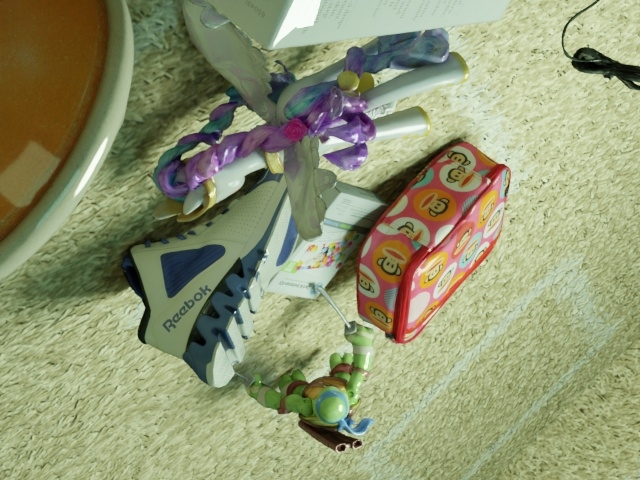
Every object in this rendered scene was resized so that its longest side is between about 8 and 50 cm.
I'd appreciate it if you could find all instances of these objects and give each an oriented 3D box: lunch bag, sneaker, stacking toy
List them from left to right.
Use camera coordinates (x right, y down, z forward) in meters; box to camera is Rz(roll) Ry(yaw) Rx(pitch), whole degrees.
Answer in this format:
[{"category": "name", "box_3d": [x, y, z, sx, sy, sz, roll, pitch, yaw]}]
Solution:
[{"category": "stacking toy", "box_3d": [-0.415, -0.187, 1.134, 0.350, 0.350, 0.480, -48, 133, 7]}, {"category": "sneaker", "box_3d": [-0.150, 0.021, 1.872, 0.127, 0.182, 0.315, 85, 27, -58]}, {"category": "sneaker", "box_3d": [0.060, -0.178, 1.965, 0.098, 0.038, 0.069, -41, 153, -7]}, {"category": "lunch bag", "box_3d": [0.171, 0.015, 2.254, 0.293, 0.120, 0.258, -46, 157, -30]}]

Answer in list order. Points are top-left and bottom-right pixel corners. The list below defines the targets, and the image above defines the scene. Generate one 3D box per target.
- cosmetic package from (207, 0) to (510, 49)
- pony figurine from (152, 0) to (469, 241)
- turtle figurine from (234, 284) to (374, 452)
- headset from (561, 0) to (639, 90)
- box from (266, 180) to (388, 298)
[{"category": "cosmetic package", "box_3d": [0.072, -0.349, 1.506, 0.453, 0.161, 0.230, -16, 141, -52]}, {"category": "pony figurine", "box_3d": [-0.019, -0.140, 1.676, 0.363, 0.303, 0.351, -25, 171, -16]}, {"category": "turtle figurine", "box_3d": [-0.015, 0.189, 2.265, 0.198, 0.274, 0.266, -54, 178, -5]}, {"category": "headset", "box_3d": [0.426, -0.406, 1.958, 0.243, 0.185, 0.394, -24, 134, -55]}, {"category": "box", "box_3d": [0.000, 0.000, 2.132, 0.186, 0.038, 0.145, -51, 152, 15]}]
